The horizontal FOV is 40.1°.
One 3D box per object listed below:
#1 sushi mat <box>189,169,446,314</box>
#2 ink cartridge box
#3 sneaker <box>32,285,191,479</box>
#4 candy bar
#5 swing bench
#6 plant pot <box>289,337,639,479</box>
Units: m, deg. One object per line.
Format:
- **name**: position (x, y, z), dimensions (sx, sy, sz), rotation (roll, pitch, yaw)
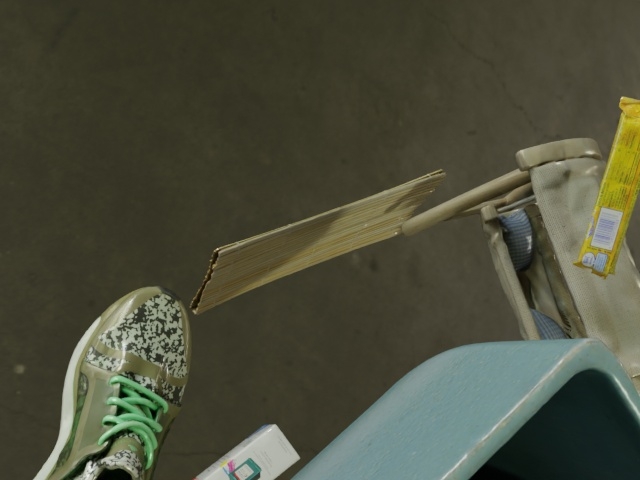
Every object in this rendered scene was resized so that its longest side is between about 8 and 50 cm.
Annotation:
- **sushi mat**: position (0.000, 0.000, 1.047), dimensions (0.317, 0.151, 0.019), rotation (-20, 68, -27)
- **ink cartridge box**: position (-0.159, 0.426, 1.556), dimensions (0.231, 0.134, 0.078), rotation (-36, 88, -17)
- **sneaker**: position (-0.227, 0.239, 1.011), dimensions (0.158, 0.182, 0.410), rotation (30, 63, -26)
- **candy bar**: position (0.262, -0.045, 0.770), dimensions (0.018, 0.040, 0.161), rotation (-29, 133, -75)
- **swing bench**: position (0.250, 0.048, 0.947), dimensions (0.165, 0.255, 0.253), rotation (-13, 80, -28)
- **plant pot**: position (0.086, 0.218, 0.581), dimensions (0.247, 0.252, 0.247), rotation (-39, 103, -16)
